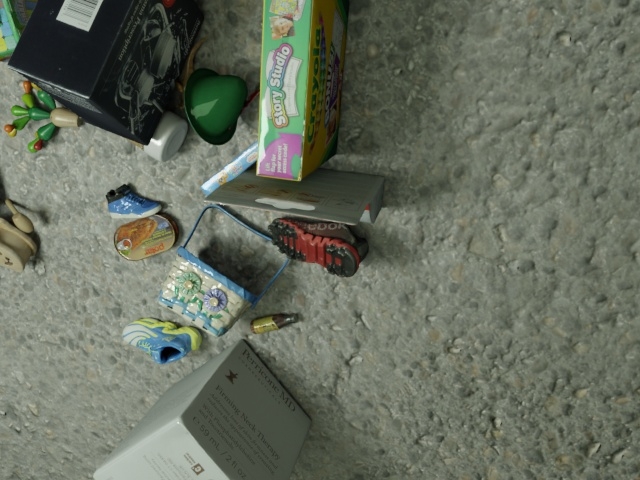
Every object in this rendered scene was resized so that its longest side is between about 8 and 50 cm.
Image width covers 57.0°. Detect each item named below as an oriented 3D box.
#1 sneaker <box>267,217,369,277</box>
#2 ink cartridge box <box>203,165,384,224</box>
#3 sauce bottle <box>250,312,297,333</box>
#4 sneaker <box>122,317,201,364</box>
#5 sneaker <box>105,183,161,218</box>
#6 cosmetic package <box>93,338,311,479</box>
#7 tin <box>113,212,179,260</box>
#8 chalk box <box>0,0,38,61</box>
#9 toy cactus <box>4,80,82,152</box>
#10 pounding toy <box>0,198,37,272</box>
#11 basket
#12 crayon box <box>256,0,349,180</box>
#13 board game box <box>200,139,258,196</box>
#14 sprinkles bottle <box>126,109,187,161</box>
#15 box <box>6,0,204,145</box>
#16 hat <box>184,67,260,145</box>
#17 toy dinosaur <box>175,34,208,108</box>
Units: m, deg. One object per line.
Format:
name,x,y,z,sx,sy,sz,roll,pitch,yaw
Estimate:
sneaker,0.000,0.000,1.447,0.276,0.135,0.097,20,126,31
ink cartridge box,-0.038,-0.078,1.271,0.308,0.385,0.091,9,111,11
sauce bottle,-0.124,0.220,1.575,0.128,0.042,0.042,-16,103,19
sneaker,-0.458,0.279,1.629,0.240,0.126,0.091,-1,107,13
sneaker,-0.496,-0.106,1.548,0.152,0.058,0.084,-2,116,21
cosmetic package,-0.283,0.536,1.527,0.327,0.393,0.329,-37,96,22
tin,-0.468,-0.009,1.586,0.190,0.040,0.106,-17,99,18
chalk box,-0.738,-0.500,1.394,0.132,0.213,0.132,-8,106,16
toy cactus,-0.712,-0.328,1.515,0.181,0.112,0.218,10,101,0
pounding toy,-0.887,-0.010,1.670,0.270,0.154,0.154,-6,135,25
basket,-0.248,0.086,1.491,0.255,0.201,0.289,30,78,2
crayon box,-0.030,-0.335,1.224,0.106,0.313,0.362,8,110,11
board game box,-0.169,-0.191,1.388,0.211,0.160,0.039,-36,97,21
sprinkles bottle,-0.505,-0.330,1.443,0.355,0.121,0.121,31,112,2
box,-0.422,-0.421,1.232,0.179,0.312,0.343,22,85,5
hat,-0.177,-0.329,1.321,0.184,0.173,0.208,-7,65,33
toy dinosaur,-0.325,-0.389,1.425,0.112,0.064,0.211,-3,114,-11
